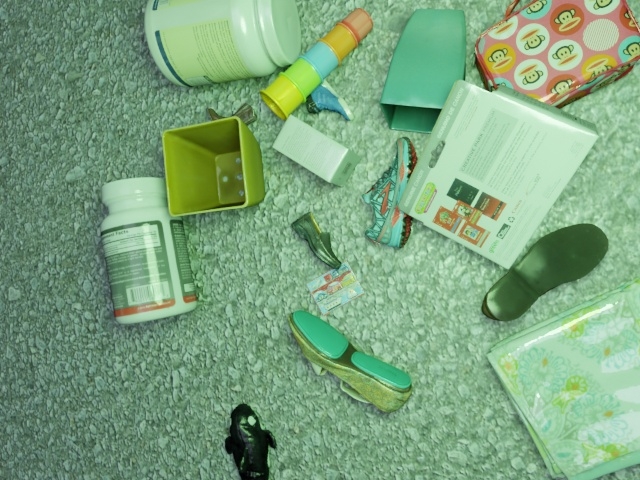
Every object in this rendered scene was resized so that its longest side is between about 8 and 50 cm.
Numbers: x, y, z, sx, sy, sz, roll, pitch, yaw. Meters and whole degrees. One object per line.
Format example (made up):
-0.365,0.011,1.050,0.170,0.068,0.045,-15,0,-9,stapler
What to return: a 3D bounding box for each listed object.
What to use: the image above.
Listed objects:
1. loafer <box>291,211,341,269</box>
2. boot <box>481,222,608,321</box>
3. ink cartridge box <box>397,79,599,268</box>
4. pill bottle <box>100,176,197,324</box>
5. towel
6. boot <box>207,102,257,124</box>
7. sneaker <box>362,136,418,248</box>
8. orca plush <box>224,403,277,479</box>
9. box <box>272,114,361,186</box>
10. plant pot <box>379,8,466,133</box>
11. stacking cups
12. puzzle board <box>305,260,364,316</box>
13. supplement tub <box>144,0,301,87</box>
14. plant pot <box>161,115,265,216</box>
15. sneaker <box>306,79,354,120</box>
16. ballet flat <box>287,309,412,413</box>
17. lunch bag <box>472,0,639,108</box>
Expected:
0.000,0.000,1.180,0.061,0.062,0.170,-44,79,9,loafer
0.473,0.068,1.015,0.305,0.115,0.112,-34,75,-3,boot
0.349,-0.146,0.969,0.272,0.130,0.309,30,122,13,ink cartridge box
-0.463,0.027,1.250,0.211,0.210,0.362,-12,86,18,pill bottle
0.588,0.298,0.979,0.375,0.090,0.320,-31,82,16,towel
-0.235,-0.342,1.262,0.114,0.037,0.106,-34,94,18,boot
0.158,-0.117,1.105,0.125,0.104,0.261,9,93,20,sneaker
-0.204,0.587,1.228,0.151,0.102,0.286,5,92,18,orca plush
-0.007,-0.215,1.142,0.171,0.130,0.091,34,101,15,box
0.247,-0.379,1.049,0.166,0.166,0.234,11,86,18,plant pot
-0.008,-0.434,1.124,0.096,0.096,0.316,41,86,13,stacking cups
0.036,0.123,1.194,0.128,0.011,0.096,-32,81,16,puzzle board
-0.233,-0.516,1.156,0.325,0.235,0.235,-1,90,18,supplement tub
-0.249,-0.172,1.190,0.213,0.187,0.212,-6,89,17,plant pot
0.014,-0.334,1.170,0.085,0.058,0.152,-40,75,8,sneaker
0.052,0.303,1.143,0.349,0.123,0.123,29,99,15,ballet flat
0.482,-0.412,0.988,0.293,0.120,0.258,-26,82,17,lunch bag
